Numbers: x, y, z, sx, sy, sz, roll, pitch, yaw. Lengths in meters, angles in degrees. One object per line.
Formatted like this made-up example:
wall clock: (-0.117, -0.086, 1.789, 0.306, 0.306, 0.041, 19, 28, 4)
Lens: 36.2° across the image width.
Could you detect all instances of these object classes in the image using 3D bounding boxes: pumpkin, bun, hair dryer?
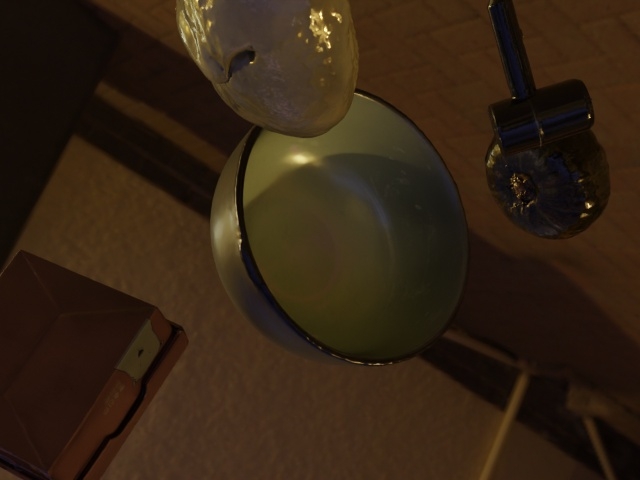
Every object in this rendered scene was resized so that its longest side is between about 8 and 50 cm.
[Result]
pumpkin: (0.373, -0.111, 1.604, 0.223, 0.157, 0.224, 35, 143, 32)
bun: (-0.048, -0.209, 0.861, 0.159, 0.259, 0.259, -8, 159, 4)
hair dryer: (0.258, -0.225, 1.238, 0.071, 0.124, 0.219, -88, -22, -78)

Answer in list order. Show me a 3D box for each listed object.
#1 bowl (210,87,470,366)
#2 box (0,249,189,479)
bowl: (0.000, 0.000, 1.237, 0.353, 0.354, 0.185, 33, 147, -23)
box: (-0.288, 0.136, 1.033, 0.215, 0.215, 0.086, 20, 153, 25)
